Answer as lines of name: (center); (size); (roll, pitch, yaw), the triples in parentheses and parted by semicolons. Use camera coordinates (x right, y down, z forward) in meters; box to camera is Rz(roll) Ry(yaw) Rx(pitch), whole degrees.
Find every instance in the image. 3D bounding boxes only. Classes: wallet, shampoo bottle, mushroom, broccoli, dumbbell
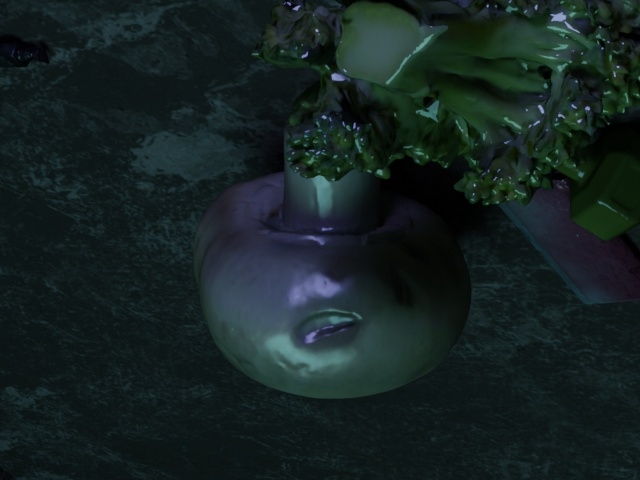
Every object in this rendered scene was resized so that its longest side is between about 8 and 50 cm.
wallet: (0.303, -0.001, 2.070); (0.119, 0.025, 0.232); (-5, 139, 45)
shampoo bottle: (-0.406, -0.238, 2.243); (0.137, 0.027, 0.048); (4, 158, 35)
mushroom: (-0.008, 0.026, 2.076); (0.325, 0.353, 0.353); (-19, 131, 33)
broccoli: (0.122, -0.175, 1.640); (0.317, 0.277, 0.338); (1, -162, -32)
dumbbell: (0.223, -0.117, 1.849); (0.302, 0.121, 0.108); (32, 180, -11)
